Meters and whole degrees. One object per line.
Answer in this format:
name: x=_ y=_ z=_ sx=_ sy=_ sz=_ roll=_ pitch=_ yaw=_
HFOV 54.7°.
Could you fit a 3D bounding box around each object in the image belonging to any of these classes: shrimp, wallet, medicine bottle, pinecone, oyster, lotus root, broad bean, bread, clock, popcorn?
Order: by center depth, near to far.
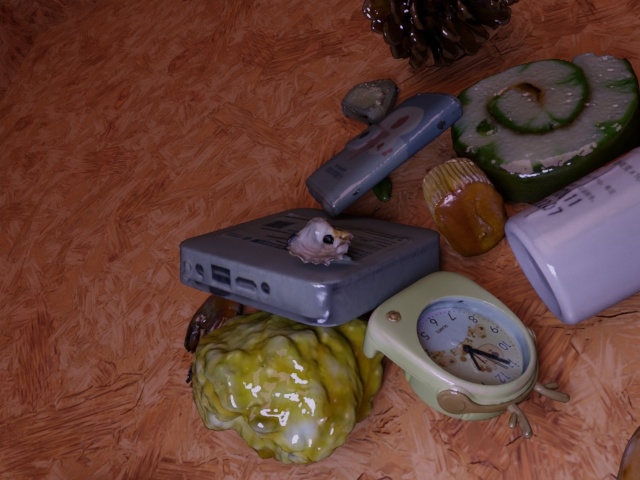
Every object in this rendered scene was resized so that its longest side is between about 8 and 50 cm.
medicine bottle: x=0.514 y=-0.034 z=1.010 sx=0.372 sy=0.211 sz=0.211 roll=-30 pitch=44 yaw=6
clock: x=0.240 y=0.191 z=1.010 sx=0.235 sy=0.096 sz=0.308 roll=-24 pitch=50 yaw=-35
oyster: x=0.000 y=0.000 z=1.034 sx=0.146 sy=0.122 sz=0.045 roll=-110 pitch=38 yaw=-50
popcorn: x=-0.066 y=0.231 z=1.101 sx=0.334 sy=0.293 sz=0.292 roll=12 pitch=61 yaw=19
bread: x=0.281 y=-0.057 z=1.185 sx=0.132 sy=0.190 sz=0.114 roll=-32 pitch=41 yaw=12
bread: x=0.464 y=-0.250 z=1.279 sx=0.382 sy=0.129 sz=0.366 roll=-37 pitch=44 yaw=-2
shrimp: x=-0.251 y=0.211 z=1.380 sx=0.150 sy=0.068 sz=0.248 roll=-20 pitch=40 yaw=34
wallet: x=0.128 y=-0.197 z=1.380 sx=0.360 sy=0.083 sz=0.252 roll=-38 pitch=20 yaw=-1
broad bean: x=0.114 y=-0.159 z=1.482 sx=0.069 sy=0.039 sz=0.227 roll=-35 pitch=43 yaw=-8
pinecone: x=0.317 y=-0.608 z=1.501 sx=0.385 sy=0.384 sz=0.384 roll=-17 pitch=47 yaw=19
lotus root: x=0.134 y=-0.377 z=1.628 sx=0.143 sy=0.070 sz=0.144 roll=24 pitch=68 yaw=41

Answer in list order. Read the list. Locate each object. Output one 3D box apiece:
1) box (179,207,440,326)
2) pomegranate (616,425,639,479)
box: x=-0.018 y=0.035 z=1.204 sx=0.396 sy=0.111 sz=0.397 roll=12 pitch=20 yaw=39
pomegranate: x=0.496 y=0.324 z=0.622 sx=0.412 sy=0.411 sz=0.411 roll=-17 pitch=47 yaw=19
